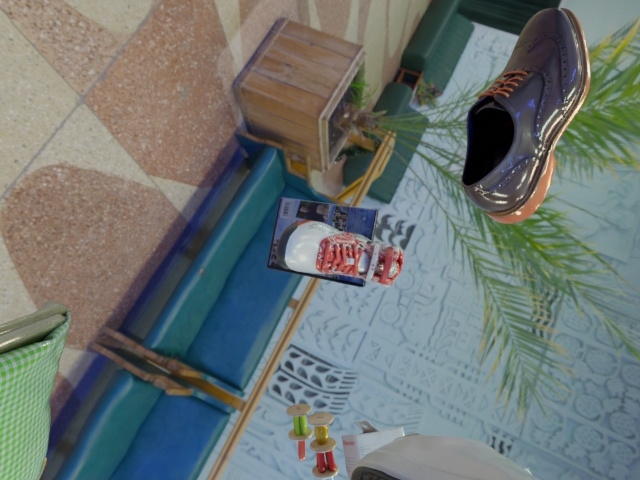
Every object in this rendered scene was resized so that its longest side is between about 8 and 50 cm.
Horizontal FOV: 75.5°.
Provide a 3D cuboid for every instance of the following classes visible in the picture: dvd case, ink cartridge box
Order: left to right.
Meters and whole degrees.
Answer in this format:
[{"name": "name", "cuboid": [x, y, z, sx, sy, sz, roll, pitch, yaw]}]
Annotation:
[{"name": "dvd case", "cuboid": [0.000, 0.000, 0.983, 0.022, 0.253, 0.180, 16, 84, -69]}, {"name": "ink cartridge box", "cuboid": [0.097, 0.382, 0.705, 0.092, 0.090, 0.143, 119, -34, -62]}]

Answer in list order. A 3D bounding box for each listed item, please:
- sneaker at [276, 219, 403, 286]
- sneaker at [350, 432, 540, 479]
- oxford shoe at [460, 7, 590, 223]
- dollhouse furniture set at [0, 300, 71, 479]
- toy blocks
[{"name": "sneaker", "cuboid": [0.053, 0.026, 0.738, 0.270, 0.145, 0.090, 8, 96, -57]}, {"name": "sneaker", "cuboid": [0.171, 0.224, 0.345, 0.123, 0.290, 0.106, -9, 99, -46]}, {"name": "oxford shoe", "cuboid": [0.233, -0.161, 0.478, 0.097, 0.098, 0.271, 4, -106, 55]}, {"name": "dollhouse furniture set", "cuboid": [-0.223, 0.187, 0.213, 0.198, 0.151, 0.301, -65, 171, 15]}, {"name": "toy blocks", "cuboid": [-0.016, 0.415, 0.821, 0.054, 0.123, 0.148, -5, 89, -41]}]
